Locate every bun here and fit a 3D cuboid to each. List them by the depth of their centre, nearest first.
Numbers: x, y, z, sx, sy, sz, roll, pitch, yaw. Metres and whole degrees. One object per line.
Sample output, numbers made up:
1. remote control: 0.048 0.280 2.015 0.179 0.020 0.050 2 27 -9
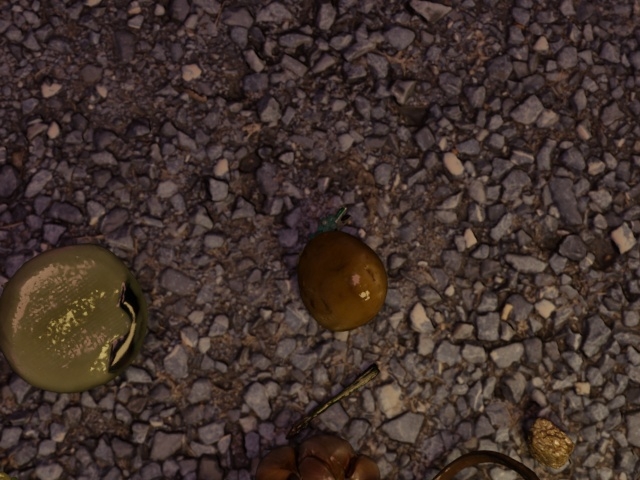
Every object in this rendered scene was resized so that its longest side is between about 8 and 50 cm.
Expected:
1. bun: -0.470 0.144 1.689 0.283 0.179 0.283 -2 94 -22

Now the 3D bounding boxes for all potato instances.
1. potato: 0.056 0.079 1.737 0.178 0.158 0.203 3 86 -14

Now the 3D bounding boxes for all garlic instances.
1. garlic: 0.002 0.440 1.687 0.214 0.191 0.160 35 51 12

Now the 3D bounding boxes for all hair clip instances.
1. hair clip: -0.001 -0.001 1.824 0.049 0.049 0.173 36 80 1

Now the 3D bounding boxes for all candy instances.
1. candy: 0.451 0.397 1.765 0.095 0.110 0.085 33 78 17

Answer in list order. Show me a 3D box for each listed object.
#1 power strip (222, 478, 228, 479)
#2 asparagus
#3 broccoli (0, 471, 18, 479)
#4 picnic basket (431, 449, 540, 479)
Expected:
1. power strip: -0.198 0.572 1.662 0.070 0.105 0.257 7 78 -2
2. asparagus: 0.023 0.320 1.776 0.233 0.023 0.022 -35 40 -11
3. broccoli: -0.517 0.538 1.582 0.245 0.248 0.288 -40 113 -31
4. picnic basket: 0.265 0.523 1.614 0.337 0.293 0.337 -9 107 -30
